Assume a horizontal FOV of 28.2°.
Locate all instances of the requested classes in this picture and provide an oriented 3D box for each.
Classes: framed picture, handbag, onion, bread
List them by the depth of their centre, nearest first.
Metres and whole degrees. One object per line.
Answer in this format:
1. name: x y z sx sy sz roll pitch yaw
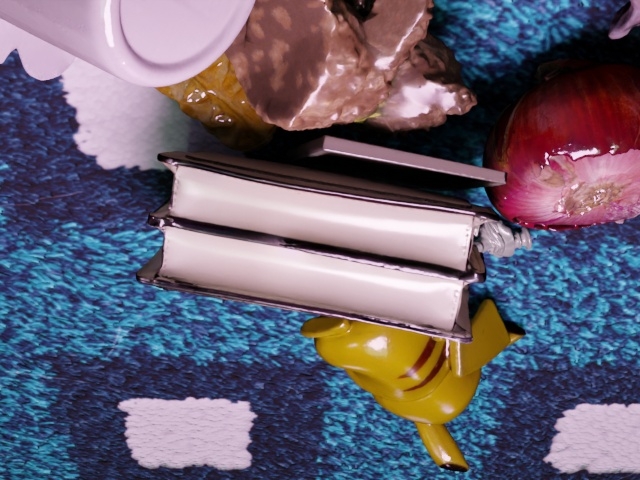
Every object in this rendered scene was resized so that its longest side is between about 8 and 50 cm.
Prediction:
1. bread: -0.167 -0.210 1.294 0.084 0.077 0.367 -26 132 29
2. framed picture: 0.073 -0.078 1.361 0.192 0.018 0.265 11 179 -10
3. onion: 0.286 -0.101 1.363 0.248 0.161 0.248 6 154 3
4. handbag: 0.000 0.000 1.389 0.358 0.237 0.160 10 101 3

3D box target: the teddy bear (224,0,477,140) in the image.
1. teddy bear: 0.013 -0.223 1.236 0.246 0.222 0.296 -16 101 45

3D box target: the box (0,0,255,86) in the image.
1. box: -0.181 -0.224 1.064 0.262 0.206 0.291 -26 136 -39

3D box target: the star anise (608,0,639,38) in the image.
1. star anise: 0.352 -0.247 1.209 0.198 0.110 0.257 -6 123 54

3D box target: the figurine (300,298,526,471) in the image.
1. figurine: 0.126 0.134 1.640 0.169 0.218 0.327 24 165 39

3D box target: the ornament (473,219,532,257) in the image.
1. ornament: 0.212 0.003 1.575 0.092 0.041 0.068 -30 138 17
